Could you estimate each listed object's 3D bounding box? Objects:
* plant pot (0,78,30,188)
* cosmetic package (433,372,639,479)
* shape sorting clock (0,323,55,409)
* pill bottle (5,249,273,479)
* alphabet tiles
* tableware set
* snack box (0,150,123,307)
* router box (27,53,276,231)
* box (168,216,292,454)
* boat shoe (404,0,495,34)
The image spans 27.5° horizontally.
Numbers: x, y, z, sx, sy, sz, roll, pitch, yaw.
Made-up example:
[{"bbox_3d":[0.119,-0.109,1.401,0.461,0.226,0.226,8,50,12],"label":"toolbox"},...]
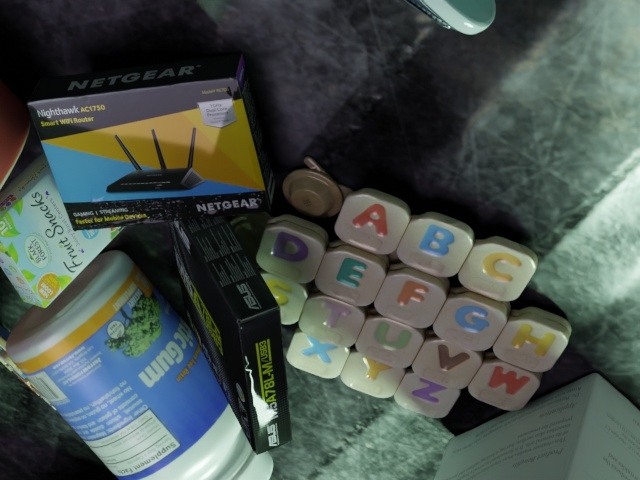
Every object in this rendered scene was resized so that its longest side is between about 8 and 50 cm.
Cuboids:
[{"bbox_3d":[-0.402,-0.103,1.114,0.243,0.275,0.275,36,140,-26],"label":"plant pot"},{"bbox_3d":[0.174,0.326,1.133,0.156,0.385,0.217,40,138,-14],"label":"cosmetic package"},{"bbox_3d":[-0.342,0.112,1.386,0.206,0.040,0.206,38,168,9],"label":"shape sorting clock"},{"bbox_3d":[-0.170,0.156,1.301,0.152,0.152,0.272,-23,113,42],"label":"pill bottle"},{"bbox_3d":[0.072,0.069,1.179,0.284,0.021,0.278,21,140,-1],"label":"alphabet tiles"},{"bbox_3d":[0.000,0.000,1.170,0.141,0.020,0.168,38,137,-14],"label":"tableware set"},{"bbox_3d":[-0.232,-0.024,1.172,0.037,0.141,0.100,11,139,41],"label":"snack box"},{"bbox_3d":[-0.138,-0.080,1.097,0.178,0.046,0.133,-6,125,11],"label":"router box"},{"bbox_3d":[-0.083,0.065,1.175,0.045,0.191,0.184,-21,138,-13],"label":"box"},{"bbox_3d":[0.036,-0.201,0.912,0.183,0.065,0.083,44,138,-9],"label":"boat shoe"}]
